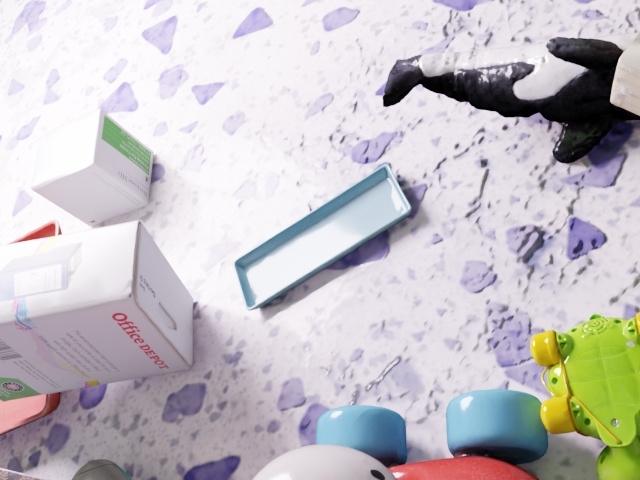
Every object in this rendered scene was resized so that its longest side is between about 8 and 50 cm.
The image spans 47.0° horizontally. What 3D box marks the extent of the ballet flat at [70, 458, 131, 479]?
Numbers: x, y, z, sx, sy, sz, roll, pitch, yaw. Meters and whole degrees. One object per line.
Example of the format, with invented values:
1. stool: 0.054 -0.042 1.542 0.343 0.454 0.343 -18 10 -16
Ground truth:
1. ballet flat: -0.239 0.305 0.666 0.068 0.072 0.213 21 75 34

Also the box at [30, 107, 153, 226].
1. box: -0.276 -0.087 0.899 0.102 0.101 0.087 -17 56 23

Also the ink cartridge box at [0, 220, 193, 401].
1. ink cartridge box: -0.246 0.075 0.717 0.212 0.154 0.093 -9 55 8

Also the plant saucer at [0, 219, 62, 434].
1. plant saucer: -0.401 0.134 0.884 0.258 0.048 0.259 -25 52 18

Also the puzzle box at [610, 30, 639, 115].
1. puzzle box: 0.423 -0.194 0.487 0.272 0.052 0.409 33 76 25

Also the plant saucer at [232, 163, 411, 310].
1. plant saucer: 0.000 0.000 0.731 0.192 0.018 0.067 -31 51 12

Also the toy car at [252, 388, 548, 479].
1. toy car: 0.038 0.188 0.451 0.210 0.238 0.219 -13 57 25

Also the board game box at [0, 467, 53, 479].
1. board game box: -0.158 0.284 0.467 0.141 0.291 0.232 7 66 16

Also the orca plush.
1. orca plush: 0.195 -0.114 0.621 0.287 0.151 0.102 0 99 15

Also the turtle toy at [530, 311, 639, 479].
1. turtle toy: 0.202 0.111 0.506 0.095 0.066 0.130 -15 57 24
